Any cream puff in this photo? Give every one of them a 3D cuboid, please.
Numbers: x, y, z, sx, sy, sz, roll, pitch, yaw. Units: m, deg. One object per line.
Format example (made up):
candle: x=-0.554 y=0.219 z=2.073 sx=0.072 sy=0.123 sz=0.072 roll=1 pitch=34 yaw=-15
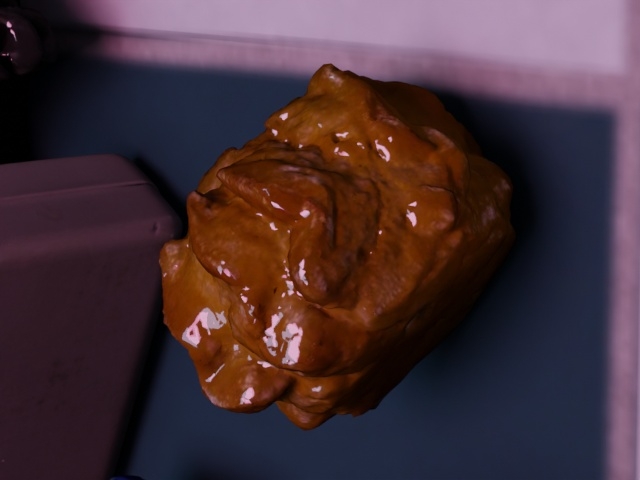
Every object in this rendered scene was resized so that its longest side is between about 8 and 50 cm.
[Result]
cream puff: x=0.000 y=0.000 z=0.535 sx=0.116 sy=0.122 sz=0.094 roll=-44 pitch=69 yaw=1

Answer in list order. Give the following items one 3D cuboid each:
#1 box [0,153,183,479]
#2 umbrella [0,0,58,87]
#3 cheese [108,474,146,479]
box: x=-0.131 y=0.080 z=0.697 sx=0.055 sy=0.103 sz=0.243 roll=45 pitch=129 yaw=35
umbrella: x=-0.167 y=-0.024 z=0.699 sx=0.154 sy=0.128 sz=0.336 roll=-106 pitch=13 yaw=-67
cheese: x=-0.054 y=0.214 z=0.672 sx=0.157 sy=0.064 sz=0.250 roll=9 pitch=108 yaw=46
